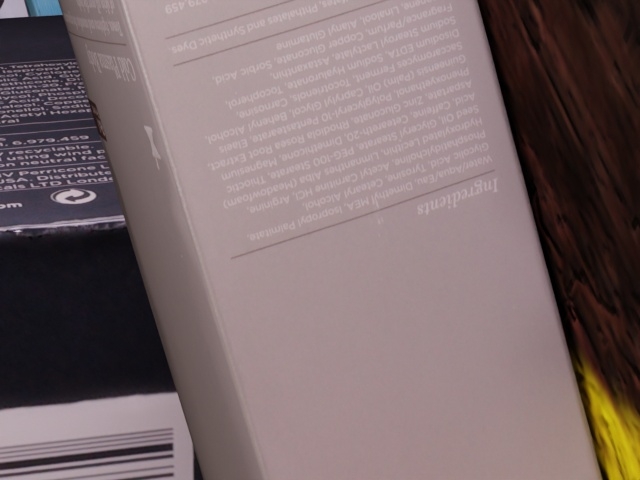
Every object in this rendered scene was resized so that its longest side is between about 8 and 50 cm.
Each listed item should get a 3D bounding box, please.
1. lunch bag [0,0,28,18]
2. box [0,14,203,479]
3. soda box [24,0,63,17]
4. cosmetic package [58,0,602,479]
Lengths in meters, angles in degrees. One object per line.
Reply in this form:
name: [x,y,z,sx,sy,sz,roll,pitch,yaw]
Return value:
lunch bag: [-0.191,-0.097,1.393,0.303,0.115,0.243,96,151,-69]
box: [-0.144,0.068,0.978,0.395,0.212,0.293,-132,39,-65]
soda box: [-0.144,-0.151,1.161,0.071,0.067,0.210,-129,23,-63]
cosmetic package: [0.000,0.000,0.565,0.127,0.107,0.238,-159,54,-73]
